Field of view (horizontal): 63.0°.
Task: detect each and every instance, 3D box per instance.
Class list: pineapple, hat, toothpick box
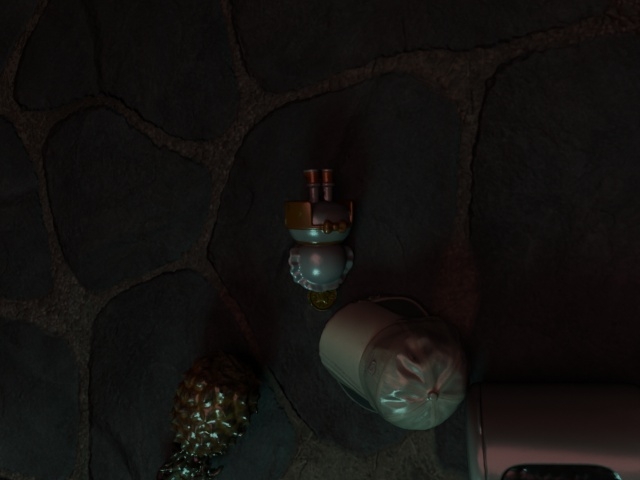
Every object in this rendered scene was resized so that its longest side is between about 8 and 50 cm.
[{"bbox_3d":[-0.247,0.391,1.056,0.175,0.175,0.361,39,113,19],"label":"pineapple"},{"bbox_3d":[0.125,0.214,0.928,0.275,0.161,0.232,25,90,24],"label":"hat"},{"bbox_3d":[0.393,0.313,0.801,0.316,0.229,0.229,-6,83,18],"label":"toothpick box"}]

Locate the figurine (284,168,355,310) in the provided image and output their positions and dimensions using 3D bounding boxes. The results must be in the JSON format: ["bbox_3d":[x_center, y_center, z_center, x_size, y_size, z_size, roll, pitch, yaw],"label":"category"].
[{"bbox_3d":[0.004,-0.003,1.002,0.143,0.143,0.271,-11,80,19],"label":"figurine"}]
